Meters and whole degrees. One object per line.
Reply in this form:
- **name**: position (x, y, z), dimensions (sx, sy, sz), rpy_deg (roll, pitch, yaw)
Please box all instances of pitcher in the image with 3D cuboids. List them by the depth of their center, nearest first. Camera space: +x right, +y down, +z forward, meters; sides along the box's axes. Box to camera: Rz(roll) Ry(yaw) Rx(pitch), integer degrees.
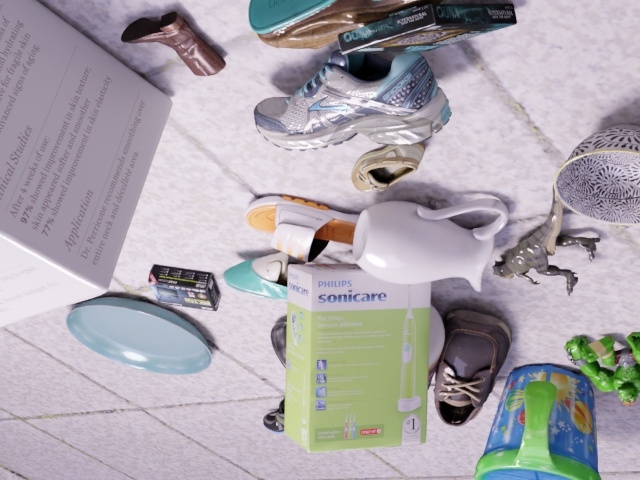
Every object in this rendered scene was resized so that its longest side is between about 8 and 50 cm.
- **pitcher**: position (0.166, -0.009, 1.680), dimensions (0.207, 0.125, 0.178), rpy_deg (9, 132, -13)

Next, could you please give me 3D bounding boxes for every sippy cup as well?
- **sippy cup**: position (0.420, 0.364, 2.097), dimensions (0.240, 0.224, 0.305), rpy_deg (21, 151, -14)

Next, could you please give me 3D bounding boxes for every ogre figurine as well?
- **ogre figurine**: position (0.533, 0.218, 1.932), dimensions (0.197, 0.097, 0.118), rpy_deg (-17, 123, 20)

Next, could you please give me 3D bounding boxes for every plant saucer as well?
- **plant saucer**: position (-0.377, 0.197, 2.351), dimensions (0.317, 0.044, 0.317), rpy_deg (12, 151, 6)

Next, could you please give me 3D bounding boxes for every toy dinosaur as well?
- **toy dinosaur**: position (0.348, 0.017, 1.688), dimensions (0.118, 0.064, 0.268), rpy_deg (23, 148, -2)

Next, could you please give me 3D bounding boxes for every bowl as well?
- **bowl**: position (0.391, -0.097, 1.441), dimensions (0.170, 0.080, 0.170), rpy_deg (10, 151, 6)

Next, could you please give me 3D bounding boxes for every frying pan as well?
- **frying pan**: position (-0.037, 0.179, 2.146), dimensions (0.197, 0.053, 0.326), rpy_deg (11, 134, 44)

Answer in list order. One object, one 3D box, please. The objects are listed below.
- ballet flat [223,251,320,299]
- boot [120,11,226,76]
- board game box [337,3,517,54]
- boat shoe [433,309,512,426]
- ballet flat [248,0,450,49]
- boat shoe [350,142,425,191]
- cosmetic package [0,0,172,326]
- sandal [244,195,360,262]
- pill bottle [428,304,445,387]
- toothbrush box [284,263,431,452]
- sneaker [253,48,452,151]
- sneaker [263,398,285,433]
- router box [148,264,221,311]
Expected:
- **ballet flat**: position (-0.045, 0.063, 1.939), dimensions (0.247, 0.083, 0.087), rpy_deg (15, 126, 5)
- **boot**: position (-0.194, -0.251, 1.484), dimensions (0.106, 0.037, 0.114), rpy_deg (-4, 151, 34)
- **board game box**: position (0.122, -0.238, 1.253), dimensions (0.126, 0.026, 0.186), rpy_deg (-11, -177, 38)
- **boat shoe**: position (0.275, 0.245, 2.049), dimensions (0.132, 0.130, 0.355), rpy_deg (8, 151, 10)
- **ballet flat**: position (0.069, -0.282, 1.247), dimensions (0.124, 0.116, 0.342), rpy_deg (13, 160, -43)
- **boat shoe**: position (0.092, -0.099, 1.605), dimensions (0.056, 0.048, 0.153), rpy_deg (30, 147, -27)
- **cosmetic package**: position (-0.481, -0.127, 1.525), dimensions (0.327, 0.329, 0.393), rpy_deg (-16, 138, 44)
- **sandal**: position (0.000, -0.005, 1.784), dimensions (0.265, 0.076, 0.102), rpy_deg (9, 151, 9)
- **pill bottle**: position (0.131, 0.217, 2.034), dimensions (0.162, 0.162, 0.278), rpy_deg (12, 152, 4)
- **toothbrush box**: position (0.058, 0.182, 1.787), dimensions (0.206, 0.283, 0.122), rpy_deg (-1, -173, -21)
- **sneaker**: position (0.029, -0.195, 1.439), dimensions (0.283, 0.110, 0.122), rpy_deg (-2, 125, 32)
- **sneaker**: position (-0.071, 0.392, 2.553), dimensions (0.078, 0.067, 0.188), rpy_deg (49, 143, -14)
- **router box**: position (-0.257, 0.091, 2.111), dimensions (0.122, 0.038, 0.092), rpy_deg (8, 151, 12)
